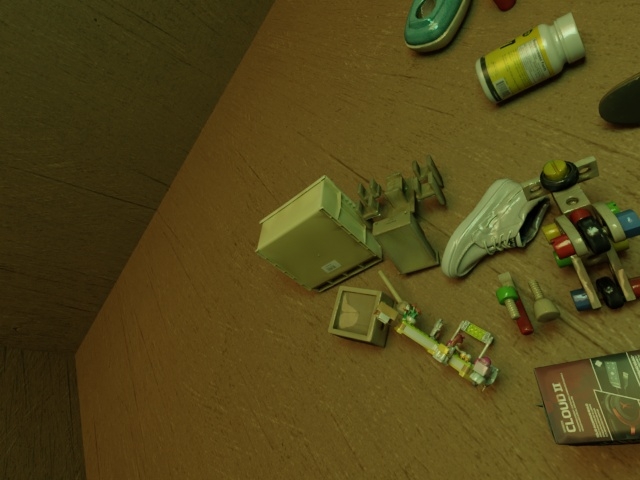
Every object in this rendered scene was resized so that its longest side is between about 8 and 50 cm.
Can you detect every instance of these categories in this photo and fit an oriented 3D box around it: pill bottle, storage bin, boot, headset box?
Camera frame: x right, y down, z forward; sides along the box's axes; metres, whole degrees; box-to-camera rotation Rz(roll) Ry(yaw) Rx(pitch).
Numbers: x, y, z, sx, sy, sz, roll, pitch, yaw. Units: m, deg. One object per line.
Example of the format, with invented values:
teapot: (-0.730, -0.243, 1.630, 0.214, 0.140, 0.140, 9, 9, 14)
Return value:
pill bottle: (0.484, -0.420, 0.937, 0.208, 0.119, 0.119, -20, 59, 37)
storage bin: (0.000, 0.000, 1.135, 0.262, 0.260, 0.123, -31, 35, 31)
boot: (0.676, -0.314, 0.732, 0.305, 0.112, 0.115, -21, 38, 33)
headset box: (0.473, 0.229, 0.581, 0.293, 0.218, 0.110, -27, 53, 35)
boot: (0.377, -0.009, 0.874, 0.259, 0.095, 0.123, -59, 37, 7)

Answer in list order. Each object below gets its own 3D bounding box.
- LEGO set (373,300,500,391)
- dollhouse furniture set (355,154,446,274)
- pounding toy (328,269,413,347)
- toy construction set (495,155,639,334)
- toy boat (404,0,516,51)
LEGO set: (0.260, 0.197, 0.876, 0.286, 0.132, 0.107, 32, 88, 39)
dollhouse furniture set: (0.220, -0.061, 1.044, 0.212, 0.161, 0.242, -20, 39, 29)
pounding toy: (0.147, 0.174, 1.032, 0.205, 0.094, 0.181, 3, 69, 36)
toy construction set: (0.442, -0.002, 0.739, 0.309, 0.257, 0.238, -50, 31, 39)
toy boat: (0.380, -0.688, 1.141, 0.318, 0.148, 0.268, 12, 81, 47)
